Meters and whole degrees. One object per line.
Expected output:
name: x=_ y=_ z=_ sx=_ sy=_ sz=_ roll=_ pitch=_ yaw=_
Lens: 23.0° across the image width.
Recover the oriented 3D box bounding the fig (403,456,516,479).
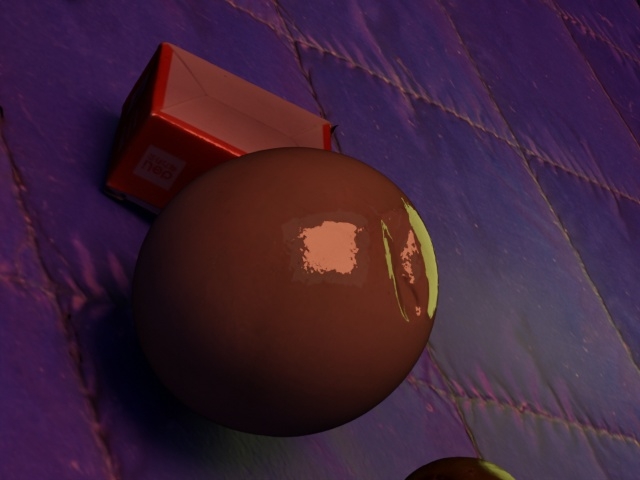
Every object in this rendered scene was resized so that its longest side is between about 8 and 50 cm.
fig: x=0.143 y=0.274 z=1.278 sx=0.236 sy=0.124 sz=0.124 roll=54 pitch=21 yaw=-27

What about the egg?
egg: x=-0.023 y=0.038 z=1.187 sx=0.269 sy=0.219 sz=0.219 roll=-23 pitch=74 yaw=-51

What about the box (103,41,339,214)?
box: x=-0.083 y=-0.069 z=1.347 sx=0.182 sy=0.099 sz=0.133 roll=25 pitch=33 yaw=-19
